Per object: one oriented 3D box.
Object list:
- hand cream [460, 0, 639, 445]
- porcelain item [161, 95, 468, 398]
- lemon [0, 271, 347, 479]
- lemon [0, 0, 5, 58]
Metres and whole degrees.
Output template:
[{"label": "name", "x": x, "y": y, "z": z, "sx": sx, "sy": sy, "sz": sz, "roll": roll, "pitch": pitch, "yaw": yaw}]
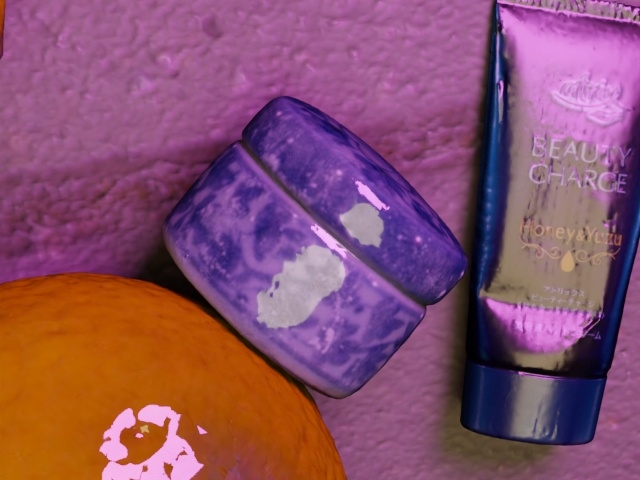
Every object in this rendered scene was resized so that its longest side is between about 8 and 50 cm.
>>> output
[{"label": "hand cream", "x": 0.145, "y": -0.012, "z": 0.824, "sx": 0.120, "sy": 0.061, "sz": 0.271, "roll": 7, "pitch": 96, "yaw": -6}, {"label": "porcelain item", "x": 0.000, "y": 0.000, "z": 0.749, "sx": 0.147, "sy": 0.147, "sz": 0.114, "roll": 42, "pitch": 96, "yaw": -17}, {"label": "lemon", "x": -0.115, "y": 0.143, "z": 0.719, "sx": 0.267, "sy": 0.267, "sz": 0.267, "roll": -2, "pitch": 106, "yaw": -8}, {"label": "lemon", "x": -0.247, "y": -0.154, "z": 0.656, "sx": 0.193, "sy": 0.180, "sz": 0.181, "roll": 15, "pitch": 104, "yaw": 11}]
